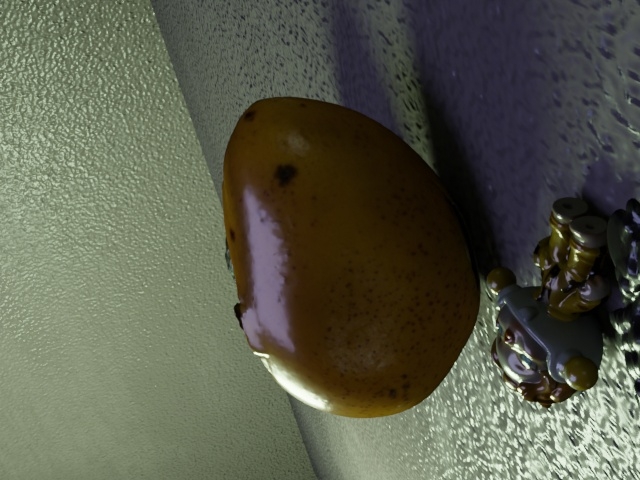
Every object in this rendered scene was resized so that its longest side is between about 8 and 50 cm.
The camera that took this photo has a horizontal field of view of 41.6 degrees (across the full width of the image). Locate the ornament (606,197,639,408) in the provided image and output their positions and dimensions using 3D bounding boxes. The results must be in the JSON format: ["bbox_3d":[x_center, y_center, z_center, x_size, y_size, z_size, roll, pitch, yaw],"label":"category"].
[{"bbox_3d":[0.174,0.022,0.290,0.260,0.106,0.251,-101,2,-58],"label":"ornament"}]

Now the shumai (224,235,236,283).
[{"bbox_3d":[-0.006,0.001,0.872,0.184,0.184,0.142,64,163,13],"label":"shumai"}]

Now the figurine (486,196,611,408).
[{"bbox_3d":[0.146,0.040,0.532,0.101,0.068,0.143,-150,50,-66],"label":"figurine"}]

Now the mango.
[{"bbox_3d":[0.026,0.012,0.691,0.160,0.191,0.290,-77,-36,-67],"label":"mango"}]
